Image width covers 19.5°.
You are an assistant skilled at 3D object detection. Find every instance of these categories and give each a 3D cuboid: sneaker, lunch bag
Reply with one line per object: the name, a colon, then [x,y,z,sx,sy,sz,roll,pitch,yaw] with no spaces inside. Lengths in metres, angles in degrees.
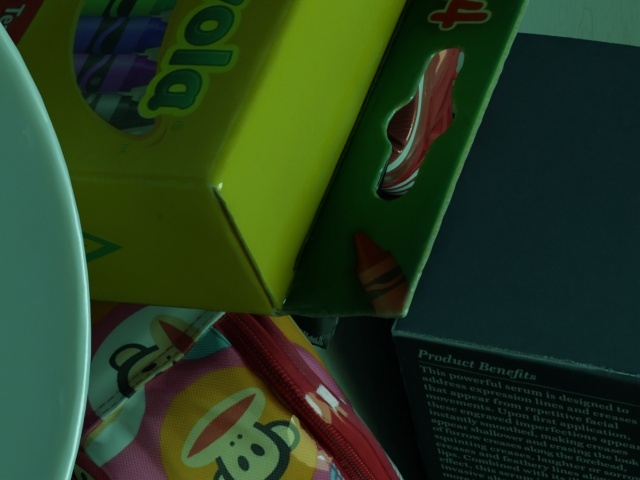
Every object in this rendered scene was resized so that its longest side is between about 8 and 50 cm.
sneaker: [0.072,-0.137,1.378,0.221,0.087,0.128,-67,159,-11]
lunch bag: [-0.068,0.085,0.877,0.120,0.293,0.258,-40,138,-9]

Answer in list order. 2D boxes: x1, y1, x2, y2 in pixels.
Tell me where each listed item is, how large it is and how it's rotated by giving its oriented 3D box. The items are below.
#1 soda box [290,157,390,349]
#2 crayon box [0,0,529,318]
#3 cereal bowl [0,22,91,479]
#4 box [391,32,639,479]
soda box: [0.000,0.000,1.181,0.169,0.053,0.060,106,5,-59]
crayon box: [-0.088,-0.077,0.769,0.202,0.319,0.081,-68,148,-34]
cereal bowl: [-0.249,0.027,0.590,0.339,0.141,0.339,7,78,-35]
box: [0.218,0.082,1.471,0.395,0.212,0.293,76,30,-52]
